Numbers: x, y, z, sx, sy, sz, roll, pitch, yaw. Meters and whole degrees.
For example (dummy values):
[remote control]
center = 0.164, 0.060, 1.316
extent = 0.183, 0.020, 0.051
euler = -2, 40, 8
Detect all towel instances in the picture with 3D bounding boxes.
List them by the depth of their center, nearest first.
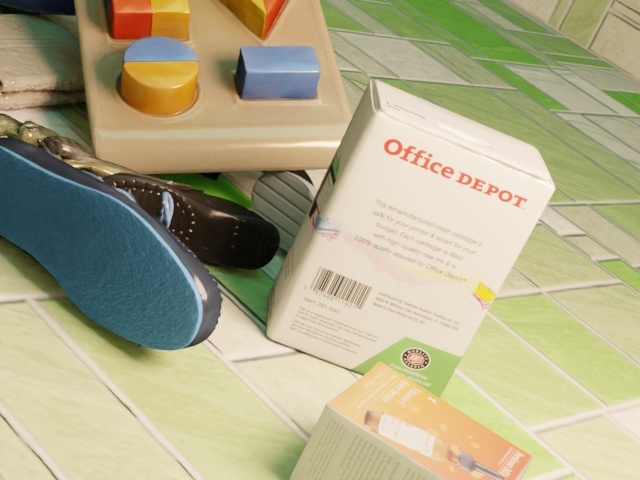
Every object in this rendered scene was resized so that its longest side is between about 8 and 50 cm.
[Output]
[towel]
center = -0.383, -0.231, 1.774
extent = 0.187, 0.049, 0.282
euler = 36, 23, 21

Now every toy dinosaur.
[toy dinosaur]
center = -0.279, -0.082, 1.539
extent = 0.268, 0.064, 0.118
euler = 24, 15, -11

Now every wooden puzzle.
[wooden puzzle]
center = -0.133, -0.244, 1.711
extent = 0.322, 0.080, 0.348
euler = -2, 56, -15

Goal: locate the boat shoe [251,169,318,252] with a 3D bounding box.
[boat shoe]
center = 0.000, 0.000, 1.646
extent = 0.226, 0.083, 0.076
euler = 47, 7, 38

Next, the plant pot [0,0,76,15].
[plant pot]
center = -0.386, -0.434, 1.958
extent = 0.236, 0.212, 0.236
euler = 17, 14, 31

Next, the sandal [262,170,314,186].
[sandal]
center = -0.058, -0.112, 1.780
extent = 0.179, 0.040, 0.067
euler = 30, 32, -44

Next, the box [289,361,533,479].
[box]
center = 0.082, 0.204, 1.234
extent = 0.170, 0.091, 0.130
euler = 31, 23, 14

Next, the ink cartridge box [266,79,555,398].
[ink cartridge box]
center = 0.089, 0.000, 1.447
extent = 0.201, 0.278, 0.117
euler = 22, 23, -10

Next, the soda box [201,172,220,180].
[soda box]
center = -0.195, -0.140, 1.757
extent = 0.169, 0.053, 0.060
euler = 23, 23, -5

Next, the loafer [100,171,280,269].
[loafer]
center = -0.155, -0.022, 1.526
extent = 0.220, 0.080, 0.078
euler = 20, 12, -27

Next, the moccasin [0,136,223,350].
[moccasin]
center = -0.212, -0.016, 1.360
extent = 0.342, 0.138, 0.117
euler = 37, 21, 25
